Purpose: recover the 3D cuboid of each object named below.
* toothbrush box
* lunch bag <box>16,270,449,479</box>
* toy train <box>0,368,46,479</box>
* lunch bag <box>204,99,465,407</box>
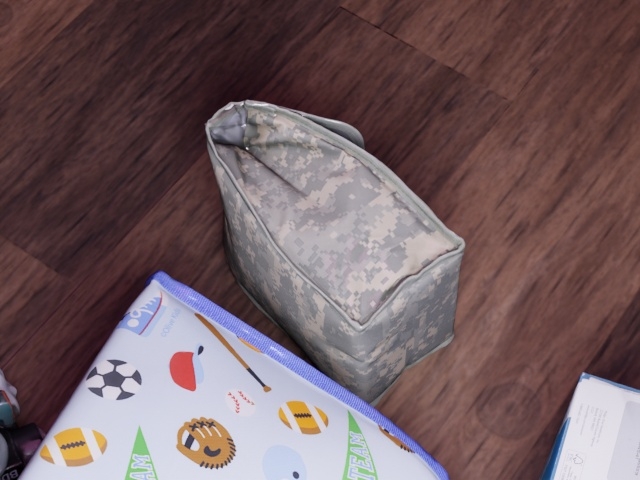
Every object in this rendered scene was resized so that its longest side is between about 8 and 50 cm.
[{"bbox_3d":[0.235,0.287,1.288,0.126,0.295,0.216,18,58,8],"label":"toothbrush box"},{"bbox_3d":[-0.078,0.278,1.282,0.385,0.239,0.328,30,46,-3],"label":"lunch bag"},{"bbox_3d":[-0.430,0.229,1.400,0.334,0.142,0.190,-23,52,-16],"label":"toy train"},{"bbox_3d":[0.000,0.000,1.494,0.169,0.235,0.287,-39,67,-17],"label":"lunch bag"}]
